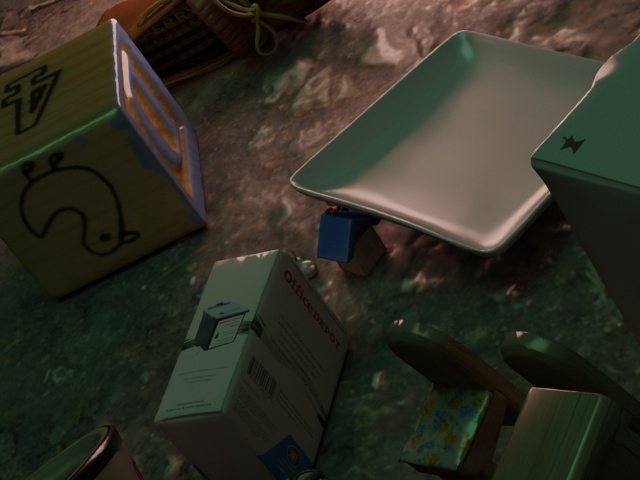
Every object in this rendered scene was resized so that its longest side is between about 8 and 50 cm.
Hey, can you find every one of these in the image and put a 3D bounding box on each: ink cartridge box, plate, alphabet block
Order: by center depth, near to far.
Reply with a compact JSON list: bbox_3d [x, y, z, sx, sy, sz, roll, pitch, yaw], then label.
[{"bbox_3d":[-0.057,0.125,1.670,0.082,0.139,0.190,-12,41,30],"label":"ink cartridge box"},{"bbox_3d":[0.153,-0.091,1.793,0.277,0.045,0.278,21,53,43],"label":"plate"},{"bbox_3d":[-0.259,-0.089,2.025,0.197,0.192,0.193,-27,35,12],"label":"alphabet block"}]

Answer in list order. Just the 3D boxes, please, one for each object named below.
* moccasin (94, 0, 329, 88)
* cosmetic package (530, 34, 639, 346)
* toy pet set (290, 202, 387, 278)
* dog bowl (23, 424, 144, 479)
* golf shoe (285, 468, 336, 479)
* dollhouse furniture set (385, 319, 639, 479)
[{"bbox_3d":[-0.109,-0.270,2.149,0.380,0.139,0.147,-19,40,20],"label":"moccasin"},{"bbox_3d":[0.323,0.016,1.308,0.197,0.365,0.155,-49,39,-17],"label":"cosmetic package"},{"bbox_3d":[0.000,0.000,1.827,0.114,0.065,0.122,13,58,45],"label":"toy pet set"},{"bbox_3d":[-0.273,0.335,1.474,0.408,0.150,0.408,-41,5,4],"label":"dog bowl"},{"bbox_3d":[-0.036,0.278,1.539,0.094,0.077,0.198,16,61,46],"label":"golf shoe"},{"bbox_3d":[0.094,0.225,1.240,0.394,0.256,0.362,1,60,52],"label":"dollhouse furniture set"}]
